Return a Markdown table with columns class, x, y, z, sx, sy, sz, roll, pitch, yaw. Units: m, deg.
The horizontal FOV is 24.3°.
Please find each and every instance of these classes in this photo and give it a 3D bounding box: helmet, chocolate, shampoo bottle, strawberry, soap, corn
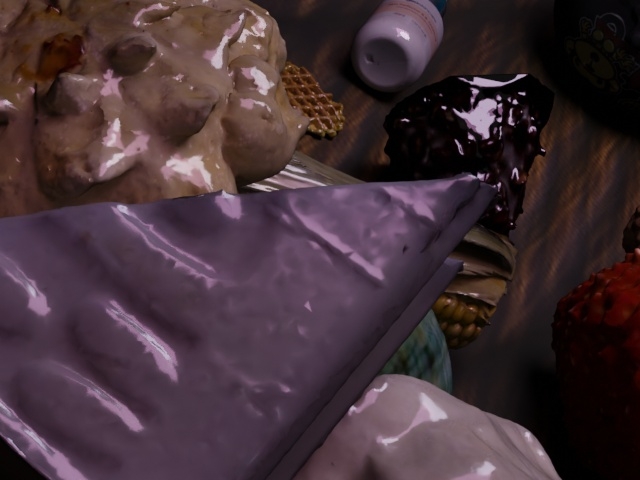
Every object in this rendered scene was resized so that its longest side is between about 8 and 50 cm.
| class | x | y | z | sx | sy | sz | roll | pitch | yaw |
| --- | --- | --- | --- | --- | --- | --- | --- | --- | --- |
| helmet | 0.353 | -0.231 | 1.632 | 0.230 | 0.160 | 0.279 | 39 | 23 | 5 |
| chocolate | 0.133 | -0.049 | 1.271 | 0.156 | 0.156 | 0.133 | 8 | 59 | -33 |
| shampoo bottle | 0.087 | -0.210 | 1.459 | 0.074 | 0.074 | 0.192 | 35 | 34 | -1 |
| strawberry | 0.338 | 0.113 | 1.091 | 0.292 | 0.292 | 0.343 | 8 | 33 | -33 |
| soap | -0.094 | 0.024 | 0.845 | 0.258 | 0.159 | 0.302 | 38 | 69 | 12 |
| corn | 0.001 | -0.005 | 1.101 | 0.305 | 0.123 | 0.122 | 19 | 36 | -23 |

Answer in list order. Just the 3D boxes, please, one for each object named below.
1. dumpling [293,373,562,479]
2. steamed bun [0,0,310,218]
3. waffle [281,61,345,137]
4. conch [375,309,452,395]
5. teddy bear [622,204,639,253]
| class | x | y | z | sx | sy | sz | roll | pitch | yaw |
| --- | --- | --- | --- | --- | --- | --- | --- | --- | --- |
| dumpling | 0.086 | 0.180 | 0.940 | 0.250 | 0.132 | 0.162 | 22 | 76 | -21 |
| steamed bun | -0.161 | -0.105 | 0.976 | 0.292 | 0.137 | 0.295 | 12 | 55 | 26 |
| waffle | -0.014 | -0.124 | 1.324 | 0.085 | 0.016 | 0.078 | 35 | 39 | 1 |
| conch | 0.010 | 0.089 | 1.002 | 0.188 | 0.122 | 0.175 | -20 | 90 | -44 |
| teddy bear | 0.407 | 0.086 | 1.256 | 0.296 | 0.246 | 0.222 | 62 | -6 | -20 |
